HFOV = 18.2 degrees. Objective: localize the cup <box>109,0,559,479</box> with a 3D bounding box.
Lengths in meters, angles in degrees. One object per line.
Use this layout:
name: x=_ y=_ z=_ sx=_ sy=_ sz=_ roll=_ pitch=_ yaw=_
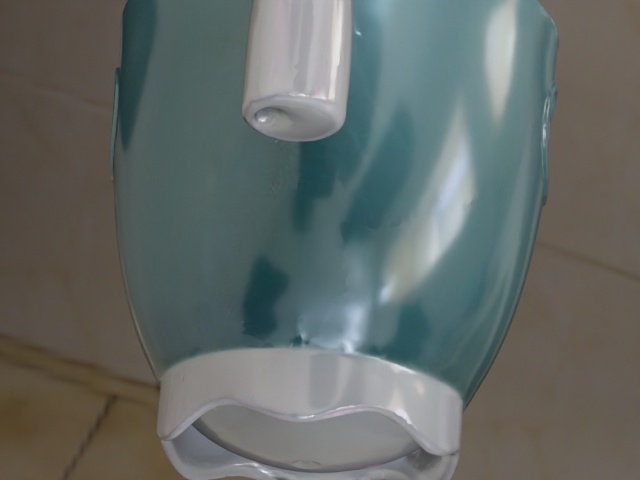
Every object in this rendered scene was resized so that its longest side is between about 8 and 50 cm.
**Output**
cup: x=0.000 y=0.000 z=0.730 sx=0.168 sy=0.299 sz=0.173 roll=3 pitch=69 yaw=6
